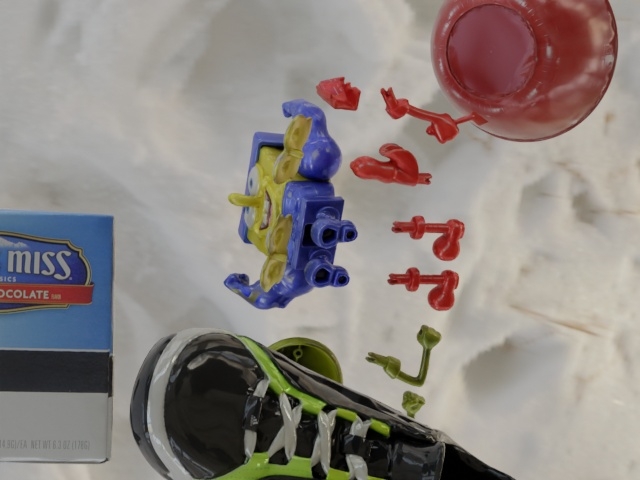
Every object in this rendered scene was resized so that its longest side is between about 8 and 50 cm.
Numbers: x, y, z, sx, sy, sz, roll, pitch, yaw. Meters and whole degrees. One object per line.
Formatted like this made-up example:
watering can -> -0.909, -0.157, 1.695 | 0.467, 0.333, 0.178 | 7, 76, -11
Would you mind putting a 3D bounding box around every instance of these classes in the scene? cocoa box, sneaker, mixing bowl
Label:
cocoa box -> -0.322, 0.092, 1.602 | 0.232, 0.347, 0.227 | 2, 86, -10
sneaker -> 0.016, 0.099, 0.807 | 0.235, 0.097, 0.084 | 28, 60, -38
mixing bowl -> 0.170, -0.175, 1.499 | 0.098, 0.181, 0.181 | -20, 109, -63

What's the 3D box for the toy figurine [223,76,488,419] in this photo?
toy figurine -> 0.000, 0.000, 1.524 | 0.191, 0.217, 0.362 | -1, 114, -22
